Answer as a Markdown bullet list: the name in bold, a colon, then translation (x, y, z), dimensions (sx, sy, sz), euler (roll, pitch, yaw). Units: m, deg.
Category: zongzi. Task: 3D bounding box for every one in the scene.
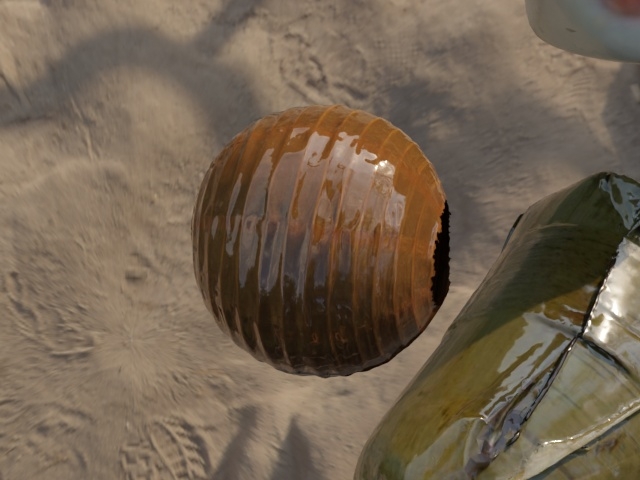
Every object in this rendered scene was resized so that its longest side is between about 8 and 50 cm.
- **zongzi**: translation (0.275, 0.244, 0.955), dimensions (0.467, 0.218, 0.500), euler (43, 59, -3)

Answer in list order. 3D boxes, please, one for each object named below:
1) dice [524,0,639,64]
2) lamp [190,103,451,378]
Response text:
- **dice**: translation (0.320, -0.341, 0.975), dimensions (0.276, 0.304, 0.304), euler (0, 116, 10)
- **lamp**: translation (0.000, 0.000, 0.532), dimensions (0.136, 0.136, 0.136), euler (1, 85, -10)
